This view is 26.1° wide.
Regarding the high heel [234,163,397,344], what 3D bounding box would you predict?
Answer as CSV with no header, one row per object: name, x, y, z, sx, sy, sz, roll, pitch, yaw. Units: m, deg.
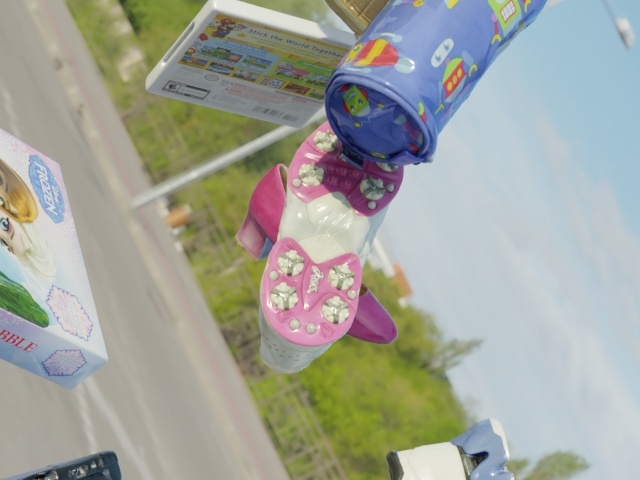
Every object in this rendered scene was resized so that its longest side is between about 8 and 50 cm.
high heel,0.010,0.017,1.647,0.244,0.117,0.082,41,33,19

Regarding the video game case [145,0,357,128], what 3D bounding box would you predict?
video game case,-0.076,-0.219,1.726,0.206,0.227,0.026,-39,-133,51

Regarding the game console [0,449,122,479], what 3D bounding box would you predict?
game console,-0.301,0.327,1.390,0.293,0.250,0.173,-5,78,-65

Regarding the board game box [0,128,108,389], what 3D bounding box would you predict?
board game box,-0.387,-0.027,1.487,0.318,0.066,0.319,34,26,-46

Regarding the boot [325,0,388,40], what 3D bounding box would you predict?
boot,0.060,-0.212,1.617,0.213,0.077,0.165,40,-34,-5

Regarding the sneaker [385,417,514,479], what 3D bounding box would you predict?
sneaker,0.113,0.347,1.403,0.127,0.182,0.316,77,7,-80

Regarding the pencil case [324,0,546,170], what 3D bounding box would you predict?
pencil case,0.124,-0.198,1.352,0.119,0.306,0.133,-7,-52,51

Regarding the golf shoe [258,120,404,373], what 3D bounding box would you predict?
golf shoe,0.000,0.000,1.405,0.115,0.306,0.140,23,-36,0
